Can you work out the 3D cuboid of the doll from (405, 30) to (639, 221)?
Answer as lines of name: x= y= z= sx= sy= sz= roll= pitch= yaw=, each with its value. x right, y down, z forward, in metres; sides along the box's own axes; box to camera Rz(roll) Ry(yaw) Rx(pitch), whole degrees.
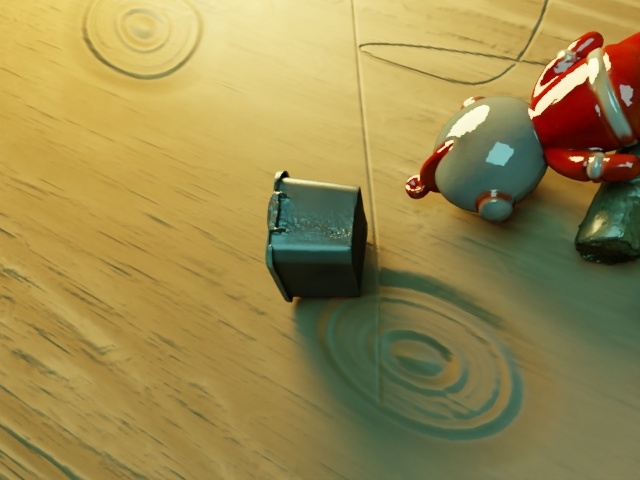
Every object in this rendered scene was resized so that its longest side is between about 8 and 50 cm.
doll: x=0.174 y=-0.084 z=0.659 sx=0.245 sy=0.076 sz=0.142 roll=-27 pitch=47 yaw=29

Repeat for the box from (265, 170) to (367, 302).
box: x=0.000 y=0.000 z=0.687 sx=0.069 sy=0.122 sz=0.084 roll=2 pitch=70 yaw=9

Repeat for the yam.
yam: x=0.245 y=-0.044 z=0.648 sx=0.054 sy=0.054 sz=0.132 roll=20 pitch=75 yaw=27
